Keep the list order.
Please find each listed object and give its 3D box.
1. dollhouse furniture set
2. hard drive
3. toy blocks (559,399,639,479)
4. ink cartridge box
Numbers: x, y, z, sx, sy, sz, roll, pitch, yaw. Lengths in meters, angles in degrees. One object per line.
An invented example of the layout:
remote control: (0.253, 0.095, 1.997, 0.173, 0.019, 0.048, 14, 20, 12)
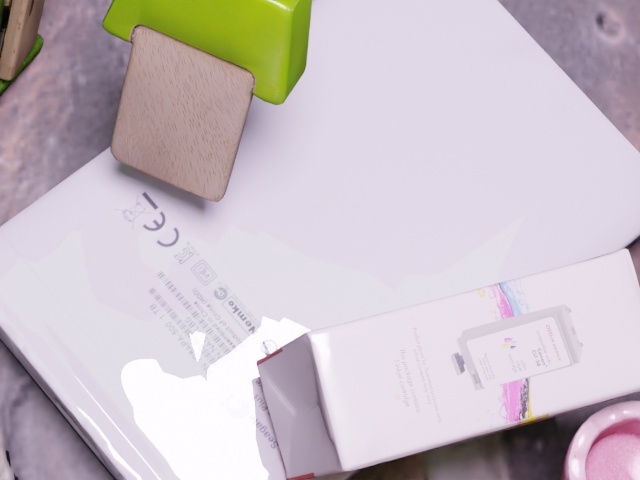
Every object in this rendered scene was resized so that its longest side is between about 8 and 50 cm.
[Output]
dollhouse furniture set: (-0.062, -0.167, 0.979, 0.198, 0.151, 0.301, 23, 40, 5)
hard drive: (0.000, 0.000, 0.949, 0.319, 0.040, 0.210, -38, 79, -17)
toy blocks: (0.272, 0.204, 0.791, 0.289, 0.260, 0.308, -5, 71, -9)
ink cartridge box: (0.081, 0.056, 0.858, 0.198, 0.115, 0.067, -13, 83, -16)
